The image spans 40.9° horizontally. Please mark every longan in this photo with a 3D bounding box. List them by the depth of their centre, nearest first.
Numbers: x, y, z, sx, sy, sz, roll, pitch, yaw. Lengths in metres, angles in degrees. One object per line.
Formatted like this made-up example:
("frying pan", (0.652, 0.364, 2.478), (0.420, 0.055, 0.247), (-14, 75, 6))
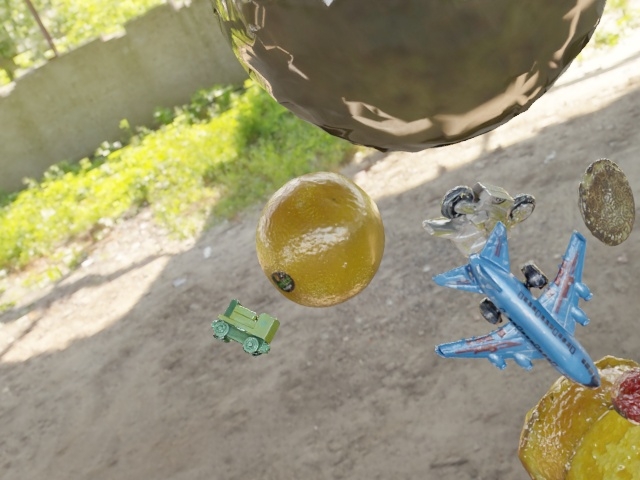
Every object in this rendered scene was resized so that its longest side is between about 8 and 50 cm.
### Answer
("longan", (0.080, -0.275, 0.817), (0.391, 0.391, 0.391), (-23, 20, 9))

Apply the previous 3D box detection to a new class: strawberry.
("strawberry", (0.492, 0.229, 1.287), (0.106, 0.106, 0.106), (-23, 20, 9))

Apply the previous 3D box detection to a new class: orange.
("orange", (0.000, 0.000, 1.429), (0.236, 0.236, 0.236), (-23, 20, 9))

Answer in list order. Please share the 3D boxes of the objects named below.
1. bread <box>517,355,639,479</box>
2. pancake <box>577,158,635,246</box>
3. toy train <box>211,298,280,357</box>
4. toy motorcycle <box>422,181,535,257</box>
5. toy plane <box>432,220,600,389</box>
("bread", (0.649, 0.460, 1.936), (0.398, 0.398, 0.215), (-29, 23, -9))
("pancake", (0.642, -0.085, 1.920), (0.199, 0.199, 0.021), (-38, 14, -30))
("toy train", (-0.134, 0.156, 1.521), (0.122, 0.050, 0.081), (24, 77, 22))
("toy motorcycle", (0.406, -0.047, 2.228), (0.223, 0.341, 0.108), (-58, 47, 27))
("toy plane", (0.289, 0.106, 1.181), (0.254, 0.271, 0.105), (-42, 17, 15))
